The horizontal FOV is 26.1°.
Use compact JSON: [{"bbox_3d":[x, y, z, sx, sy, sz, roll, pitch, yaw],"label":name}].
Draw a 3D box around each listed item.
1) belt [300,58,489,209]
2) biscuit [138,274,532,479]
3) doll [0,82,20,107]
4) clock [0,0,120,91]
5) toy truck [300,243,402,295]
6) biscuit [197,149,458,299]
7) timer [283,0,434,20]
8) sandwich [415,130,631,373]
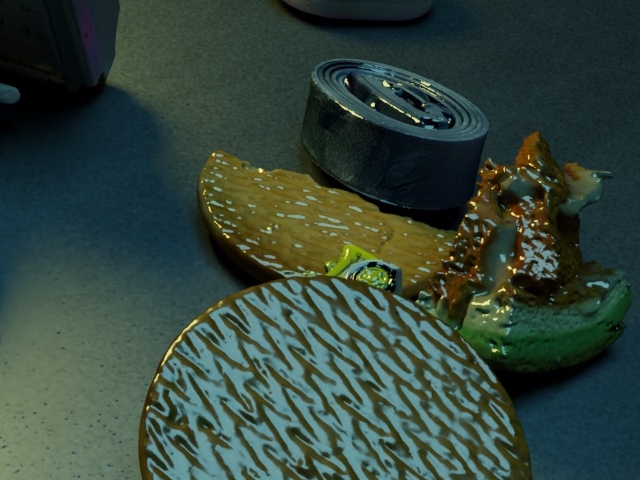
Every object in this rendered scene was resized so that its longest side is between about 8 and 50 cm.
[{"bbox_3d":[0.060,-0.094,1.206,0.141,0.082,0.190,-5,30,-34],"label":"belt"},{"bbox_3d":[0.012,0.140,0.883,0.262,0.037,0.262,8,56,-12],"label":"biscuit"},{"bbox_3d":[-0.300,-0.124,1.163,0.099,0.057,0.143,-11,38,2],"label":"doll"},{"bbox_3d":[-0.271,-0.234,1.156,0.186,0.253,0.083,19,68,6],"label":"clock"},{"bbox_3d":[0.005,0.054,1.005,0.077,0.076,0.111,34,58,25],"label":"toy truck"},{"bbox_3d":[0.000,0.001,1.113,0.224,0.033,0.144,17,39,3],"label":"biscuit"},{"bbox_3d":[0.023,-0.312,1.492,0.191,0.069,0.208,-2,39,-24],"label":"timer"},{"bbox_3d":[0.156,0.014,1.047,0.109,0.160,0.185,18,25,38],"label":"sandwich"}]
